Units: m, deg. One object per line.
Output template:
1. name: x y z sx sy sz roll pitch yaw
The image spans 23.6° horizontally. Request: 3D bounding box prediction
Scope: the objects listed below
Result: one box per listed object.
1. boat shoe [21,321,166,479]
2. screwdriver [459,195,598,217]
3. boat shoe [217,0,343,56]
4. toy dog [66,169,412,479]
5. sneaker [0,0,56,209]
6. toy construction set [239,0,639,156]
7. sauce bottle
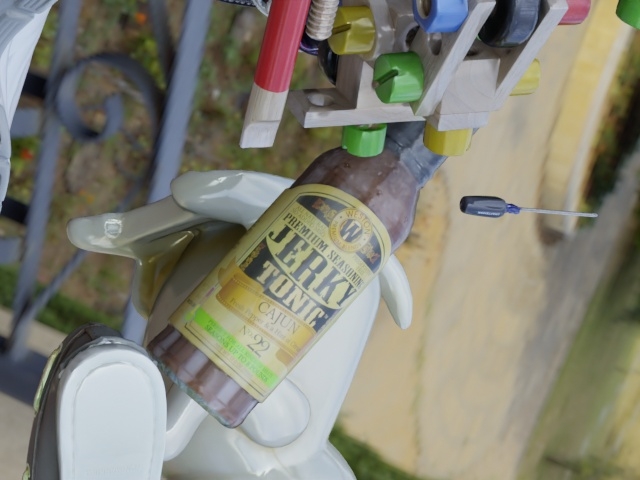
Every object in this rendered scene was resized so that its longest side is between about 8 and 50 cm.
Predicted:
1. boat shoe: -0.180 0.214 1.191 0.091 0.109 0.305 -141 -123 -63
2. screwdriver: 0.229 -0.030 1.678 0.024 0.170 0.025 -131 -126 -61
3. boat shoe: -0.040 -0.292 1.786 0.127 0.340 0.158 43 56 -41
4. toy dog: -0.075 0.168 1.567 0.395 0.284 0.408 10 74 -47
5. sneaker: -0.208 -0.144 0.910 0.129 0.111 0.297 -110 -138 -64
6. toy construction set: 0.043 -0.129 1.083 0.309 0.257 0.237 -24 141 -44
7. sauce bottle: 0.000 0.000 1.298 0.344 0.111 0.111 -50 162 -5
